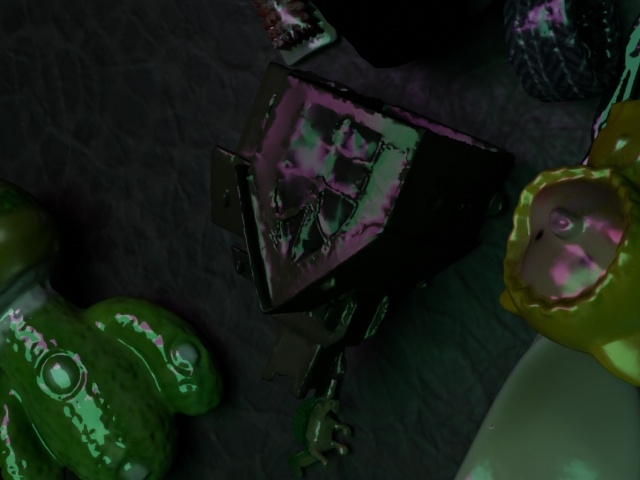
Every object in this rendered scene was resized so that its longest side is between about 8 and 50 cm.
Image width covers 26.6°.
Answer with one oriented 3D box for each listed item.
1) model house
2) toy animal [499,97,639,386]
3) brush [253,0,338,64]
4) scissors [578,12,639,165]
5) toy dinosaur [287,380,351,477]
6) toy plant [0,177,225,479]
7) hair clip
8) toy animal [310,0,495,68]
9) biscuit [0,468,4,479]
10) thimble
[{"bbox_3d":[0.000,0.000,1.093,0.204,0.211,0.243,26,100,26],"label":"model house"},{"bbox_3d":[0.229,-0.018,0.960,0.156,0.156,0.230,38,82,22],"label":"toy animal"},{"bbox_3d":[-0.067,-0.315,1.224,0.060,0.050,0.321,-25,77,27],"label":"brush"},{"bbox_3d":[0.228,-0.079,1.091,0.088,0.017,0.220,23,98,27],"label":"scissors"},{"bbox_3d":[-0.002,0.154,1.195,0.060,0.029,0.120,7,90,41],"label":"toy dinosaur"},{"bbox_3d":[-0.253,0.106,1.246,0.316,0.184,0.224,42,88,10],"label":"toy plant"},{"bbox_3d":[0.195,0.163,1.059,0.172,0.113,0.282,21,103,25],"label":"hair clip"},{"bbox_3d":[0.092,-0.308,1.053,0.310,0.251,0.251,-42,72,11],"label":"toy animal"},{"bbox_3d":[-0.410,0.290,1.335,0.220,0.066,0.220,-4,72,12],"label":"biscuit"},{"bbox_3d":[0.190,-0.163,1.061,0.066,0.095,0.104,-8,73,40],"label":"thimble"}]
